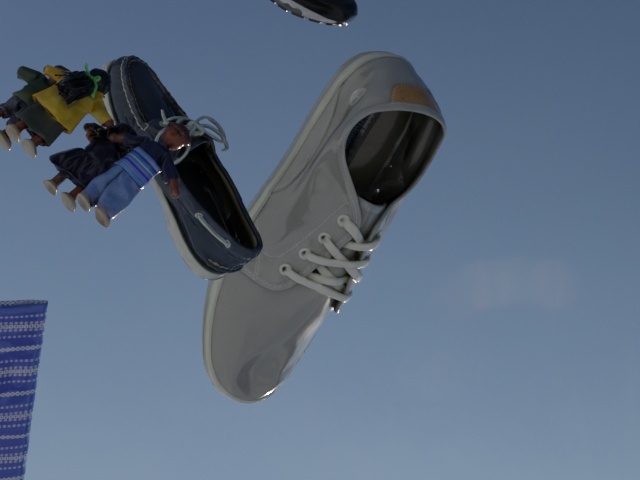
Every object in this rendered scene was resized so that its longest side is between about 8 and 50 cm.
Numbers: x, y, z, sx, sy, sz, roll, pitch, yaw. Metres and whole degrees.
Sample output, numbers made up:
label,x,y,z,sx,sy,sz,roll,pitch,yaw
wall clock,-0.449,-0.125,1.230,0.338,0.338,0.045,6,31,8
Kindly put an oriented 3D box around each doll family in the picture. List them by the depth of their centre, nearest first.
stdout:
label,x,y,z,sx,sy,sz,roll,pitch,yaw
doll family,-0.197,-0.093,1.019,0.193,0.111,0.076,45,-26,4

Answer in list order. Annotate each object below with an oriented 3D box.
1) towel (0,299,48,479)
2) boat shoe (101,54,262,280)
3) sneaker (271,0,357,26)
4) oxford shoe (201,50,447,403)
label,x,y,z,sx,sy,sz,roll,pitch,yaw
towel,-0.485,0.230,1.513,0.040,0.243,0.335,47,-49,47
boat shoe,-0.141,-0.083,1.203,0.079,0.095,0.254,-29,-97,39
sneaker,-0.055,-0.403,1.566,0.283,0.107,0.124,37,-63,4
oxford shoe,0.000,0.000,1.337,0.130,0.169,0.449,41,-73,47
